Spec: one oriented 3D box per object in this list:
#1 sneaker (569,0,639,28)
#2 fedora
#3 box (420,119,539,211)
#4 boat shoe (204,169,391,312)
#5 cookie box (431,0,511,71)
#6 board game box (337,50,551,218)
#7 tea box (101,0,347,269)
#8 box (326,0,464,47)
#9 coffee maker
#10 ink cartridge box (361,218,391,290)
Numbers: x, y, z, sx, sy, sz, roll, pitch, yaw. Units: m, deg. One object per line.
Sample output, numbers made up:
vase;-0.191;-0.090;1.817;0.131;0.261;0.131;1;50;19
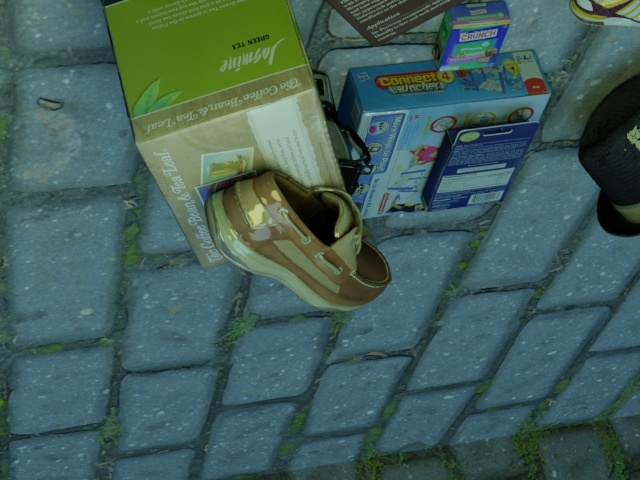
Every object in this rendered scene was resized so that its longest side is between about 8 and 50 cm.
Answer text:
sneaker;0.457;-0.355;1.997;0.186;0.069;0.084;-7;155;-17
fedora;0.533;-0.168;2.227;0.152;0.334;0.334;35;130;-18
box;0.247;-0.125;2.149;0.137;0.036;0.225;-8;152;-15
boat shoe;0.000;0.000;1.677;0.116;0.123;0.324;-35;149;23
cookie box;0.219;-0.296;2.010;0.092;0.040;0.107;-7;149;-14
board game box;0.172;-0.160;2.181;0.302;0.086;0.308;-8;150;-15
tea box;-0.119;-0.192;1.733;0.220;0.323;0.329;-17;152;1
box;0.073;-0.374;1.667;0.169;0.167;0.203;-25;150;20
coffee maker;-0.025;-0.133;2.033;0.120;0.178;0.171;12;139;-37
ink cartridge box;0.033;0.007;2.314;0.072;0.175;0.127;-33;147;24
